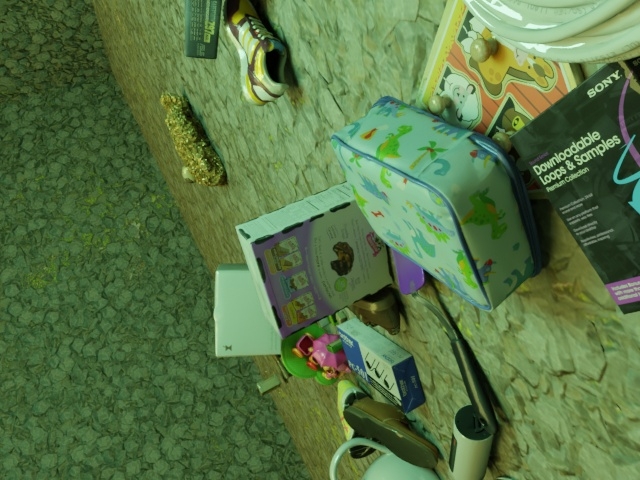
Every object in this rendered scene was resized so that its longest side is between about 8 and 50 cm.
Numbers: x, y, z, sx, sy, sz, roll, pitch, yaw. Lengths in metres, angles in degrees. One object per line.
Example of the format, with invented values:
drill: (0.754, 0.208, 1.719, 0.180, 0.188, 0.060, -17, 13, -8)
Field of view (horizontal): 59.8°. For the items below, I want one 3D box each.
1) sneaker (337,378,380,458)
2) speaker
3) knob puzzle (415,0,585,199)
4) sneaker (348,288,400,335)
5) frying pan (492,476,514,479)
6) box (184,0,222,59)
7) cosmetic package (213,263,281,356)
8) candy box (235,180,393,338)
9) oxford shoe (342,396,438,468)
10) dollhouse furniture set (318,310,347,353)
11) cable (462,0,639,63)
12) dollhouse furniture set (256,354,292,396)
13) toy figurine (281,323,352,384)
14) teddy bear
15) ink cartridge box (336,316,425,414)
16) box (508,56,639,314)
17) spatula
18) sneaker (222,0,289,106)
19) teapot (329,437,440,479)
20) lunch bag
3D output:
sneaker: (0.082, 0.401, 1.264, 0.094, 0.081, 0.209, -133, 32, -61)
speaker: (0.210, 0.288, 0.778, 0.055, 0.055, 0.136, 49, 156, 42)
knob puzzle: (0.151, -0.112, 0.479, 0.213, 0.030, 0.213, 53, 158, 33)
sneaker: (0.069, 0.111, 0.932, 0.188, 0.066, 0.071, 17, 130, 67)
frying pan: (0.269, 0.428, 0.812, 0.197, 0.053, 0.326, 67, 159, 0)
box: (-0.183, -0.425, 0.872, 0.233, 0.059, 0.184, 135, 135, -71)
cosmetic package: (-0.188, 0.160, 1.395, 0.365, 0.155, 0.197, -171, 82, -79)
candy box: (-0.003, 0.024, 0.811, 0.070, 0.196, 0.165, 38, 147, 56)
oxford shoe: (0.140, 0.347, 1.039, 0.212, 0.076, 0.076, 20, 132, 44)
dollhouse furniture set: (0.016, 0.148, 1.139, 0.152, 0.058, 0.076, 68, 161, -8)
cable: (0.142, -0.223, 0.271, 0.257, 0.089, 0.257, 58, 161, 26)
dollhouse furniture set: (-0.092, 0.295, 1.429, 0.101, 0.181, 0.161, 58, 161, 22)
toy figurine: (0.016, 0.262, 1.234, 0.173, 0.130, 0.159, 47, 156, -14)
teddy bear: (-0.399, -0.292, 1.668, 0.338, 0.113, 0.245, 64, 164, 6)
ink cartridge box: (0.103, 0.219, 1.004, 0.207, 0.046, 0.097, 24, 134, 64)
box: (0.211, -0.033, 0.377, 0.162, 0.029, 0.116, 60, 157, 6)
spatula: (0.161, 0.113, 0.732, 0.297, 0.030, 0.084, 63, 160, 10)
sneaker: (-0.093, -0.311, 0.874, 0.083, 0.069, 0.186, -12, 95, 45)
teapot: (0.143, 0.538, 1.071, 0.256, 0.187, 0.253, 47, 154, 47)
lunch bag: (0.110, -0.038, 0.554, 0.219, 0.090, 0.176, 41, 165, 54)
